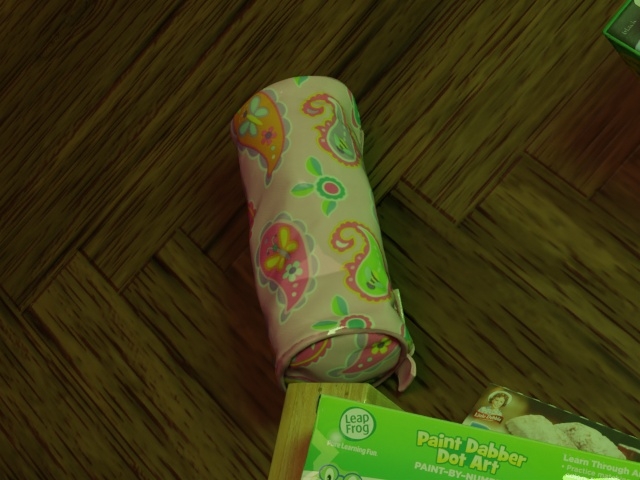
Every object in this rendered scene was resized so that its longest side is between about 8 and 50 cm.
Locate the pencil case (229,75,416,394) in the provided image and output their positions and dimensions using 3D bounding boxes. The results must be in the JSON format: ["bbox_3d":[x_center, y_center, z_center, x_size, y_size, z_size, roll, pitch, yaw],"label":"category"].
[{"bbox_3d":[0.000,0.000,1.453,0.124,0.124,0.284,-27,53,19],"label":"pencil case"}]

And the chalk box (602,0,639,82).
[{"bbox_3d":[0.308,-0.141,1.253,0.132,0.213,0.132,-49,48,1],"label":"chalk box"}]

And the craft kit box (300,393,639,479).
[{"bbox_3d":[0.091,0.240,1.080,0.250,0.061,0.246,12,70,8],"label":"craft kit box"}]

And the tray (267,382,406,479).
[{"bbox_3d":[0.011,0.325,1.192,0.076,0.203,0.411,-1,64,32],"label":"tray"}]

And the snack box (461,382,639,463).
[{"bbox_3d":[0.182,0.161,1.286,0.178,0.022,0.064,19,64,40],"label":"snack box"}]
